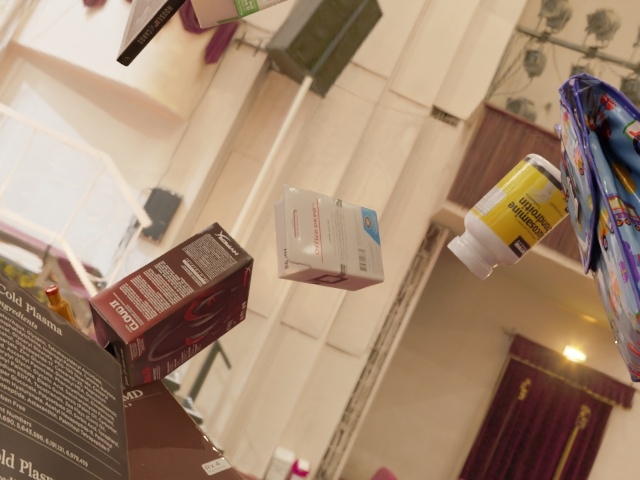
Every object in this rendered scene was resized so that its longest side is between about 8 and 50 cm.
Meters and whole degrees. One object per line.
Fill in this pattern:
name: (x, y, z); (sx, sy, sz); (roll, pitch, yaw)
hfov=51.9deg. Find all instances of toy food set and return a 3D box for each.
toy food set: (-0.580, 0.136, 1.235); (0.232, 0.111, 0.104); (7, -61, 28)

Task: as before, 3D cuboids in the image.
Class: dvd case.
dvd case: (-0.282, -0.441, 1.178); (0.030, 0.179, 0.239); (27, -40, -33)

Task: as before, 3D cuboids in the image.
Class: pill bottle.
pill bottle: (0.279, -0.030, 0.965); (0.103, 0.184, 0.103); (43, 9, -9)

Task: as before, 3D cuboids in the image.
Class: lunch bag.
lunch bag: (0.335, -0.029, 0.707); (0.221, 0.138, 0.293); (51, 19, -55)

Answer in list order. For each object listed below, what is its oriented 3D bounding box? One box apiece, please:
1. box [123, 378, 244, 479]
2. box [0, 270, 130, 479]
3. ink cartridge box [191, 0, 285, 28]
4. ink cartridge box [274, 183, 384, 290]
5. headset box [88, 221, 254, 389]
box: (-0.235, 0.386, 0.972); (0.191, 0.143, 0.381); (-10, 32, -43)
box: (-0.321, 0.241, 0.466); (0.179, 0.343, 0.312); (55, 7, -43)
ink cartridge box: (-0.178, -0.685, 1.778); (0.211, 0.289, 0.121); (12, -52, 51)
ink cartridge box: (0.000, 0.000, 0.847); (0.060, 0.104, 0.180); (-20, -23, 40)
headset box: (-0.268, 0.132, 1.160); (0.110, 0.293, 0.218); (43, -34, 20)
